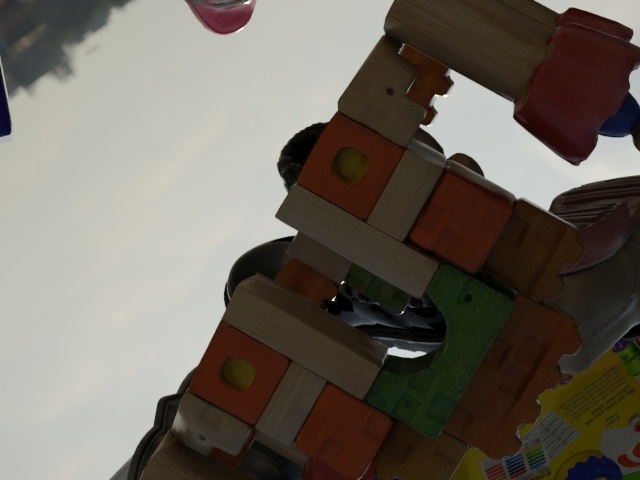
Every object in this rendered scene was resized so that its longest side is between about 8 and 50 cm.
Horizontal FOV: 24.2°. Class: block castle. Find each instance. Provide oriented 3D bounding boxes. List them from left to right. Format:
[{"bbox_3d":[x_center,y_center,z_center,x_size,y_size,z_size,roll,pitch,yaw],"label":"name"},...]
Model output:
[{"bbox_3d":[0.074,0.030,1.085,0.453,0.213,0.303,-61,177,14],"label":"block castle"}]

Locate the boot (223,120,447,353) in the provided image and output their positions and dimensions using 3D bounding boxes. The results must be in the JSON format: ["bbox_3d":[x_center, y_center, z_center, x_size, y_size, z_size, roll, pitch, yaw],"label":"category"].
[{"bbox_3d":[0.002,-0.003,1.527,0.348,0.260,0.131,-1,-125,33],"label":"boot"}]

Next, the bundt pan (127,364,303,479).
[{"bbox_3d":[-0.030,0.267,1.370,0.124,0.331,0.331,-5,-149,36],"label":"bundt pan"}]

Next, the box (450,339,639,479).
[{"bbox_3d":[0.270,0.269,1.538,0.290,0.177,0.279,-36,-121,3],"label":"box"}]

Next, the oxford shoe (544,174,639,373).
[{"bbox_3d":[0.259,0.018,1.300,0.123,0.130,0.348,-7,-170,38],"label":"oxford shoe"}]

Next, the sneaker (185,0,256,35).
[{"bbox_3d":[-0.127,-0.371,2.029,0.116,0.136,0.314,-20,148,-15],"label":"sneaker"}]

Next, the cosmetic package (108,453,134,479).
[{"bbox_3d":[-0.125,0.258,1.765,0.224,0.138,0.225,-40,174,-46],"label":"cosmetic package"}]

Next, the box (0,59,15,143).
[{"bbox_3d":[-0.302,-0.123,1.090,0.137,0.126,0.072,-11,-179,-11],"label":"box"}]
